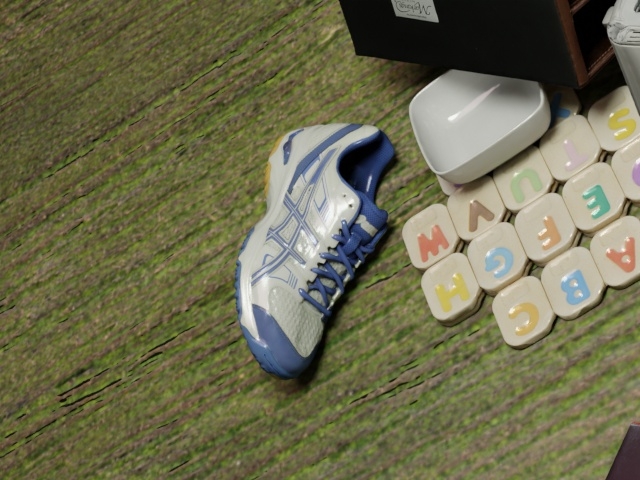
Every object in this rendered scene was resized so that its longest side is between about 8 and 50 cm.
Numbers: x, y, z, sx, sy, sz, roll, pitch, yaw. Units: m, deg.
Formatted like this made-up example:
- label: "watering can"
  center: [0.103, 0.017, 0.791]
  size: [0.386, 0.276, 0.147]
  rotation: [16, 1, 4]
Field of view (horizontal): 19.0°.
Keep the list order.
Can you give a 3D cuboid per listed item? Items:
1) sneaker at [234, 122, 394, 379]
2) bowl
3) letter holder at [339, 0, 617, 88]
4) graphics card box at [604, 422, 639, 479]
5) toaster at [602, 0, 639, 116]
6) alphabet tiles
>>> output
- label: "sneaker"
  center: [0.000, 0.000, 1.978]
  size: [0.131, 0.112, 0.296]
  rotation: [-10, 58, 32]
- label: "bowl"
  center: [0.169, -0.126, 1.951]
  size: [0.142, 0.053, 0.142]
  rotation: [-35, 40, 15]
- label: "letter holder"
  center: [0.189, -0.289, 1.944]
  size: [0.302, 0.152, 0.214]
  rotation: [14, 45, 44]
- label: "graphics card box"
  center: [0.268, 0.330, 1.520]
  size: [0.371, 0.094, 0.233]
  rotation: [-63, 23, -12]
- label: "toaster"
  center: [0.375, -0.188, 1.775]
  size: [0.227, 0.146, 0.129]
  rotation: [3, 55, 39]
- label: "alphabet tiles"
  center: [0.214, -0.036, 1.901]
  size: [0.284, 0.021, 0.278]
  rotation: [-32, 48, 16]
